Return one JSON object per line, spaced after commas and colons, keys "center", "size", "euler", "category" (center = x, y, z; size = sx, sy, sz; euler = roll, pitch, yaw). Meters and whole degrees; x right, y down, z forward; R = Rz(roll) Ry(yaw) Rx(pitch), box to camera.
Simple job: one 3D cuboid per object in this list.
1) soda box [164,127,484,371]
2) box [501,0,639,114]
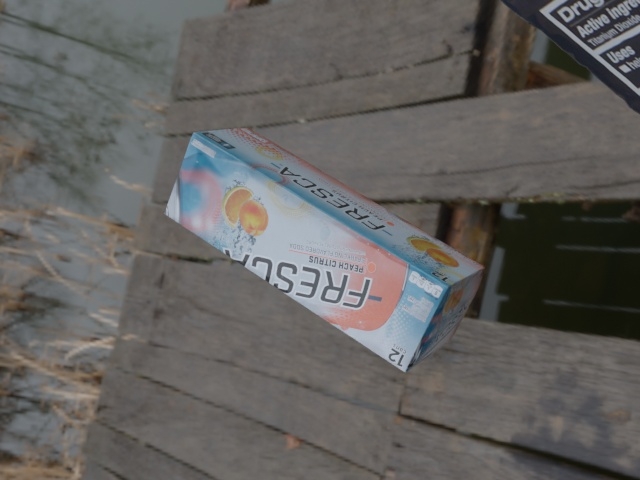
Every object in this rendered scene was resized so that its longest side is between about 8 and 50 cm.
{"center": [0.000, 0.000, 0.557], "size": [0.183, 0.063, 0.058], "euler": [31, 112, 21], "category": "soda box"}
{"center": [0.272, -0.107, 0.309], "size": [0.183, 0.294, 0.296], "euler": [-57, 12, -20], "category": "box"}
